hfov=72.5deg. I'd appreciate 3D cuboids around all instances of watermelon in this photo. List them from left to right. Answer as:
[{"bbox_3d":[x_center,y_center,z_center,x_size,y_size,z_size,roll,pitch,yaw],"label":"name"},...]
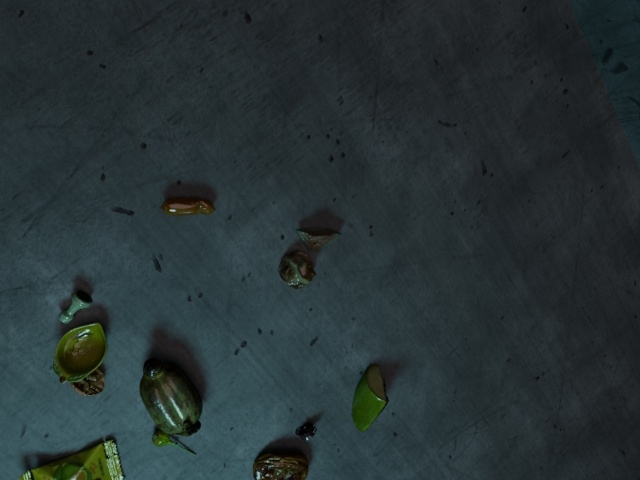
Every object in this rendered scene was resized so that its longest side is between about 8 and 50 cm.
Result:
[{"bbox_3d":[0.000,-0.004,1.647,0.155,0.080,0.101,-16,112,-30],"label":"watermelon"}]

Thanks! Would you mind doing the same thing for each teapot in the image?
[{"bbox_3d":[-0.058,0.757,1.738,0.100,0.068,0.045,-21,102,21],"label":"teapot"}]

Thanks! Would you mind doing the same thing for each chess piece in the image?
[{"bbox_3d":[-0.806,0.221,1.429,0.067,0.067,0.103,41,93,-18],"label":"chess piece"}]

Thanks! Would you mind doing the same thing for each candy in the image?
[{"bbox_3d":[-0.845,0.816,1.494,0.297,0.081,0.187,-13,102,-26],"label":"candy"},{"bbox_3d":[-0.533,0.752,1.601,0.058,0.062,0.194,-48,118,-4],"label":"candy"}]

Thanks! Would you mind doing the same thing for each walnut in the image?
[{"bbox_3d":[-0.786,0.471,1.472,0.121,0.052,0.091,47,57,-12],"label":"walnut"}]

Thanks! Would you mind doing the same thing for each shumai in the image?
[{"bbox_3d":[-0.078,0.113,1.610,0.145,0.116,0.146,-3,100,-16],"label":"shumai"}]

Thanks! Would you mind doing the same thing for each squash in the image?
[{"bbox_3d":[0.181,0.663,1.822,0.093,0.169,0.252,12,128,-16],"label":"squash"}]

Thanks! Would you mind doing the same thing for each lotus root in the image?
[{"bbox_3d":[-0.520,0.533,1.515,0.173,0.173,0.309,-26,105,-12],"label":"lotus root"}]

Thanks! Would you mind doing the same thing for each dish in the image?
[{"bbox_3d":[-0.779,0.366,1.436,0.148,0.080,0.208,31,75,-5],"label":"dish"}]

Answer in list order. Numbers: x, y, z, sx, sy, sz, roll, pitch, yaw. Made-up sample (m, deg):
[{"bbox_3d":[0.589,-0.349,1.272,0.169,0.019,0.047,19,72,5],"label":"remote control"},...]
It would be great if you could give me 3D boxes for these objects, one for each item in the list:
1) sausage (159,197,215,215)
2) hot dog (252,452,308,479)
[{"bbox_3d":[-0.453,-0.118,1.493,0.183,0.054,0.062,-4,131,-19],"label":"sausage"},{"bbox_3d":[-0.152,0.902,1.713,0.226,0.099,0.161,8,95,-16],"label":"hot dog"}]
